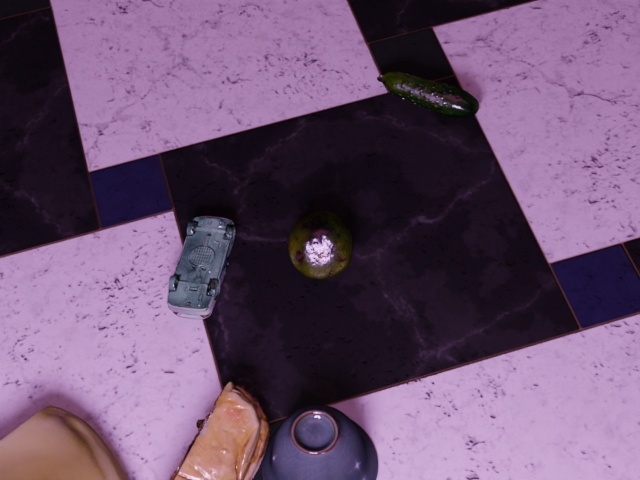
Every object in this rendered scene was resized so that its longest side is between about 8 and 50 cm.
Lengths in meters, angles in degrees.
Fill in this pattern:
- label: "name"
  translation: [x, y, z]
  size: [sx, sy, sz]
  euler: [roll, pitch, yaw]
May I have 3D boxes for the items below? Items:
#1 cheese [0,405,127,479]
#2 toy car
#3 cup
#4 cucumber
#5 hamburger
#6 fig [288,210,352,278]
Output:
- label: "cheese"
  translation: [-0.435, 0.434, 1.771]
  size: [0.259, 0.128, 0.316]
  euler: [-38, 64, -21]
- label: "toy car"
  translation: [-0.221, 0.052, 2.038]
  size: [0.090, 0.076, 0.224]
  euler: [6, 49, 9]
- label: "cup"
  translation: [-0.004, 0.344, 1.787]
  size: [0.199, 0.150, 0.199]
  euler: [-1, 56, 2]
- label: "cucumber"
  translation: [0.221, -0.306, 2.250]
  size: [0.227, 0.069, 0.069]
  euler: [22, 61, 20]
- label: "hamburger"
  translation: [-0.168, 0.364, 1.812]
  size: [0.131, 0.124, 0.262]
  euler: [29, 67, 4]
- label: "fig"
  translation: [0.000, 0.000, 2.052]
  size: [0.123, 0.123, 0.156]
  euler: [-4, 18, 1]
